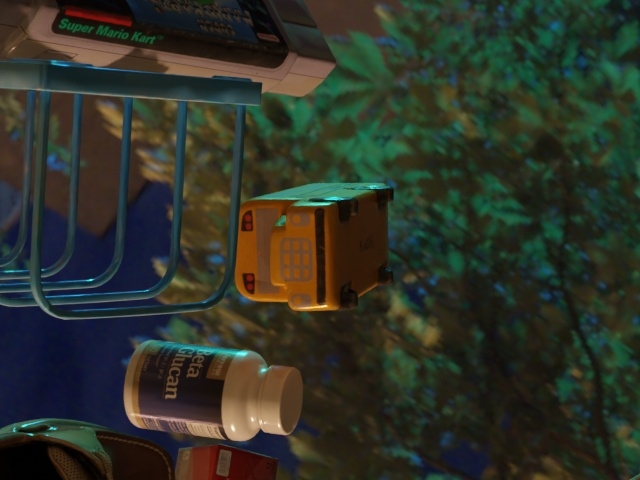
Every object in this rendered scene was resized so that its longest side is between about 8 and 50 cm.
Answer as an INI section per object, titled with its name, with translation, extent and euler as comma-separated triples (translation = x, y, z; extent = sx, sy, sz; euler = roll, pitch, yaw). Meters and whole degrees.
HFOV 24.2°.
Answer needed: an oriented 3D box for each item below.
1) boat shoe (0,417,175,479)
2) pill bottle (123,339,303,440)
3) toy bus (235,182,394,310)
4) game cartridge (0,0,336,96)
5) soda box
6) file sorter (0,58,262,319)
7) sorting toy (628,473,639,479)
[boat shoe]
translation = -0.193, 0.180, 0.999
extent = 0.116, 0.324, 0.123
euler = -7, -94, 31
[pill bottle]
translation = -0.108, 0.156, 1.540
extent = 0.169, 0.094, 0.094
euler = 4, -114, 19
[toy bus]
translation = 0.000, 0.000, 1.555
extent = 0.130, 0.332, 0.108
euler = 1, -84, 14
[game cartridge]
translation = -0.153, -0.213, 1.049
extent = 0.068, 0.355, 0.230
euler = -46, -118, 29
[soda box]
translation = -0.120, 0.357, 1.607
extent = 0.092, 0.083, 0.263
euler = -17, -121, 53
[file sorter]
translation = -0.129, -0.028, 0.674
extent = 0.170, 0.118, 0.104
euler = 8, -83, 43
[sorting toy]
translation = 0.126, 0.140, 0.646
extent = 0.012, 0.062, 0.083
euler = 23, -69, 27
